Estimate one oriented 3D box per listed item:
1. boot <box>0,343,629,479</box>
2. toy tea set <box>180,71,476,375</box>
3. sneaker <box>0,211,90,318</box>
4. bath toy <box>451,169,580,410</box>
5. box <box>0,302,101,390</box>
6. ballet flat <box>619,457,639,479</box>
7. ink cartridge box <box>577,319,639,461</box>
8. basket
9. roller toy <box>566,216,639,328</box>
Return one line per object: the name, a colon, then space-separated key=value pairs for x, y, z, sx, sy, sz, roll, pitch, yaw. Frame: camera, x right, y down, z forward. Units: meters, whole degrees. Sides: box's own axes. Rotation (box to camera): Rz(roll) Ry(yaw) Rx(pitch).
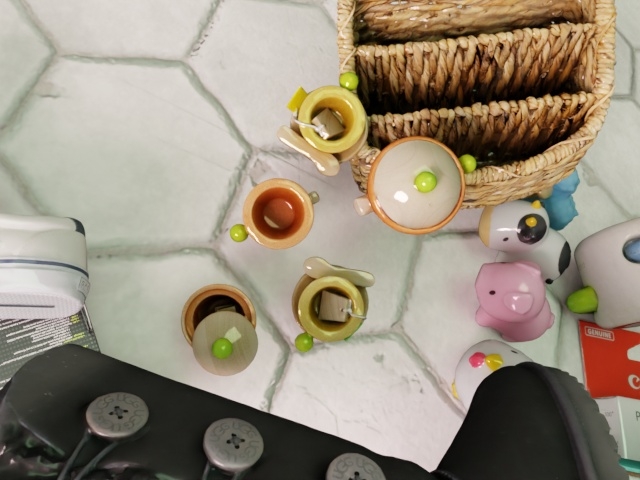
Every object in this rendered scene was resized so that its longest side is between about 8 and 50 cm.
boot: x=-0.007 y=0.176 z=0.404 sx=0.446 sy=0.367 sz=0.146 roll=10 pitch=106 yaw=6
toy tea set: x=0.000 y=0.000 z=0.501 sx=0.200 sy=0.124 sz=0.335 roll=30 pitch=89 yaw=-4
sneaker: x=-0.323 y=0.010 z=0.399 sx=0.258 sy=0.094 sz=0.091 roll=8 pitch=56 yaw=-28
bath toy: x=0.262 y=0.060 z=0.658 sx=0.152 sy=0.129 sz=0.348 roll=29 pitch=64 yaw=-11
box: x=-0.323 y=0.146 z=0.424 sx=0.270 sy=0.060 sz=0.216 roll=-19 pitch=80 yaw=-27
ballet flat: x=0.410 y=0.300 z=0.603 sx=0.222 sy=0.077 sz=0.079 roll=8 pitch=85 yaw=-20
ink cartridge box: x=0.508 y=0.249 z=0.730 sx=0.275 sy=0.060 sz=0.238 roll=13 pitch=68 yaw=-18
basket: x=0.173 y=-0.171 z=0.594 sx=0.300 sy=0.223 sz=0.213 roll=-3 pitch=68 yaw=4
roller toy: x=0.476 y=0.039 z=0.717 sx=0.210 sy=0.191 sz=0.146 roll=-1 pitch=71 yaw=-22
